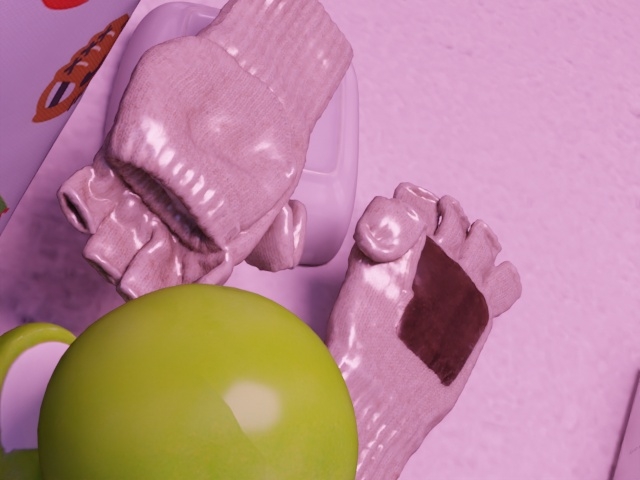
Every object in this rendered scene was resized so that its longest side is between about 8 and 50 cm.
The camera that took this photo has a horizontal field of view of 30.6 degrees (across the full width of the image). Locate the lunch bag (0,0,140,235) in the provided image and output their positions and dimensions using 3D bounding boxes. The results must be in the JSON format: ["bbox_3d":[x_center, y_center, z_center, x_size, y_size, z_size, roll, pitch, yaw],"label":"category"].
[{"bbox_3d":[-0.235,-0.110,0.323,0.385,0.328,0.239,-3,51,-50],"label":"lunch bag"}]

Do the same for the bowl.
[{"bbox_3d":[-0.040,-0.066,0.630,0.142,0.053,0.142,14,57,-16],"label":"bowl"}]

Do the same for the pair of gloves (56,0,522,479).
[{"bbox_3d":[0.000,0.000,0.552,0.240,0.042,0.204,55,47,-19],"label":"pair of gloves"}]

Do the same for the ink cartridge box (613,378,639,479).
[{"bbox_3d":[0.243,0.193,0.560,0.207,0.117,0.283,31,52,-5],"label":"ink cartridge box"}]

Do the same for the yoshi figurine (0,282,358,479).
[{"bbox_3d":[-0.042,0.159,0.358,0.203,0.203,0.362,-18,56,1],"label":"yoshi figurine"}]
